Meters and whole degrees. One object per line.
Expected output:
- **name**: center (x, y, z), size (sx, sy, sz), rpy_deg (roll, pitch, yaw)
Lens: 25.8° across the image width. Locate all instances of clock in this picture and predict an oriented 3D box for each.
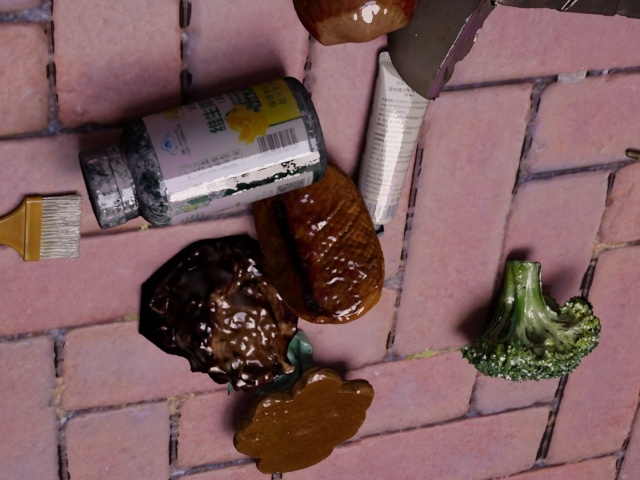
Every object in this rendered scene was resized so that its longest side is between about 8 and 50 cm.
- **clock**: center (-0.079, 0.189, 2.077), size (0.135, 0.041, 0.101), rpy_deg (-11, 131, -16)

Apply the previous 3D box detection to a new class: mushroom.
- **mushroom**: center (0.149, -0.277, 1.751), size (0.117, 0.141, 0.188), rpy_deg (33, 115, -3)

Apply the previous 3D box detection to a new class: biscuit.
- **biscuit**: center (-0.031, 0.271, 2.134), size (0.208, 0.041, 0.290), rpy_deg (-6, 144, -21)

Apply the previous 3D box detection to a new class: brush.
- **brush**: center (-0.439, -0.008, 1.772), size (0.272, 0.013, 0.103), rpy_deg (-5, 128, -20)

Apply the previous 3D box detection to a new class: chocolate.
- **chocolate**: center (-0.116, 0.125, 1.918), size (0.224, 0.177, 0.206), rpy_deg (-8, 130, -21)

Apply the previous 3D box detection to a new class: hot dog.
- **hot dog**: center (-0.002, 0.001, 1.875), size (0.160, 0.099, 0.227), rpy_deg (-14, 94, 1)

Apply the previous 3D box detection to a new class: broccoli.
- **broccoli**: center (0.318, 0.120, 2.137), size (0.219, 0.194, 0.194), rpy_deg (-2, 132, 8)

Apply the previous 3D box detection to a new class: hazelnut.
- **hazelnut**: center (0.040, -0.306, 1.668), size (0.154, 0.143, 0.143), rpy_deg (-10, 134, 11)

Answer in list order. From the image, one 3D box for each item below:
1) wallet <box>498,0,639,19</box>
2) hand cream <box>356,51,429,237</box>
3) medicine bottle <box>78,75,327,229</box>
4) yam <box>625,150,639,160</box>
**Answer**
- **wallet**: center (0.373, -0.369, 1.824), size (0.309, 0.042, 0.165), rpy_deg (1, 125, -25)
- **hand cream**: center (0.094, -0.128, 1.891), size (0.095, 0.059, 0.276), rpy_deg (2, 122, -19)
- **medicine bottle**: center (-0.148, -0.101, 1.739), size (0.293, 0.141, 0.141), rpy_deg (-18, 132, -11)
- **yam**: center (0.501, -0.124, 2.102), size (0.107, 0.014, 0.014), rpy_deg (6, 124, -29)
